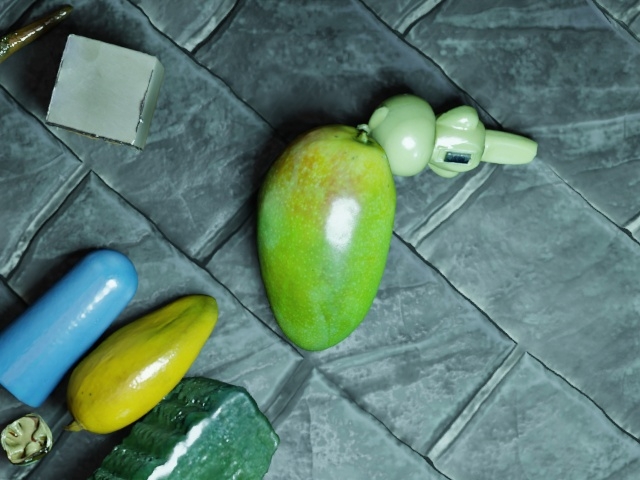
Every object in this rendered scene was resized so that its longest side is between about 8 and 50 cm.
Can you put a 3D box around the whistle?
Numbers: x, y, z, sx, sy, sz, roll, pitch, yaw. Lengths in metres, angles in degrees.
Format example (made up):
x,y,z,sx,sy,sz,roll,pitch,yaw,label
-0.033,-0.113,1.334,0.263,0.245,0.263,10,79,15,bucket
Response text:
x,y,z,sx,sy,sz,roll,pitch,yaw,label
0.199,-0.172,1.798,0.294,0.141,0.141,-3,92,-20,whistle

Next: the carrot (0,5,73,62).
x,y,z,sx,sy,sz,roll,pitch,yaw,label
-0.512,-0.315,1.808,0.254,0.049,0.049,-33,92,-4,carrot

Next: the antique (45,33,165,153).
x,y,z,sx,sy,sz,roll,pitch,yaw,label
-0.337,-0.228,1.757,0.147,0.148,0.151,15,91,-2,antique

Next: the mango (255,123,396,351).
x,y,z,sx,sy,sz,roll,pitch,yaw,label
0.000,0.000,1.750,0.225,0.201,0.381,17,112,19,mango

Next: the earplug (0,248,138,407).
x,y,z,sx,sy,sz,roll,pitch,yaw,label
-0.406,0.126,1.785,0.132,0.132,0.273,44,87,-2,earplug

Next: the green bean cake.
x,y,z,sx,sy,sz,roll,pitch,yaw,label
-0.189,0.408,1.749,0.300,0.169,0.307,-46,118,-25,green bean cake

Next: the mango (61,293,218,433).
x,y,z,sx,sy,sz,roll,pitch,yaw,label
-0.285,0.194,1.763,0.317,0.176,0.119,-39,109,-15,mango

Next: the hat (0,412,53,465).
x,y,z,sx,sy,sz,roll,pitch,yaw,label
-0.479,0.329,1.821,0.077,0.059,0.076,-28,76,-5,hat
